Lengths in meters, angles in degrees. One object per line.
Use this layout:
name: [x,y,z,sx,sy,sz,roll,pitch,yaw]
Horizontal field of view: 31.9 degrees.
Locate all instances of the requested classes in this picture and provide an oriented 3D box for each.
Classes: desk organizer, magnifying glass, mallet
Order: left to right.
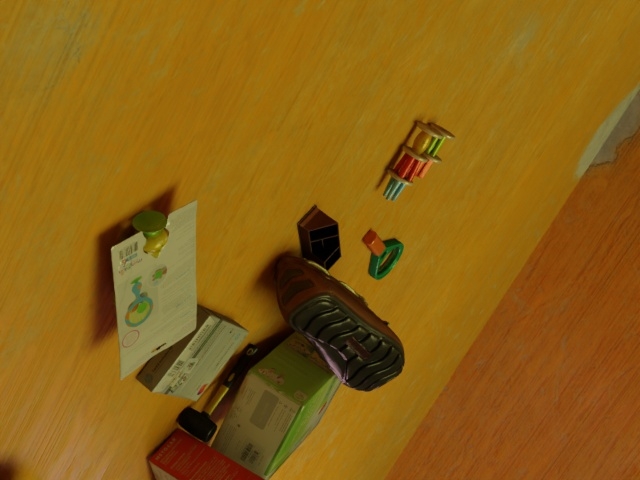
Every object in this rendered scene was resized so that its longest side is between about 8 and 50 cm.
mallet: [-0.176,0.253,1.930,0.189,0.062,0.039,-62,169,-22]
desk organizer: [0.000,0.000,1.859,0.047,0.050,0.130,-47,160,-18]
magnifying glass: [0.119,0.023,2.215,0.092,0.026,0.231,-52,162,-3]

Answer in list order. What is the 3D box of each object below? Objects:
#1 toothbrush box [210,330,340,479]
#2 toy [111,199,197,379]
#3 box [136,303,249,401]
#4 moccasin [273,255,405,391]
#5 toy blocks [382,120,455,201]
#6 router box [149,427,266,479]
toothbrush box: [-0.063,0.292,2.056,0.206,0.122,0.283,-63,169,25]
toy: [-0.223,0.055,1.441,0.137,0.056,0.237,-34,148,-35]
box: [-0.194,0.177,1.739,0.145,0.038,0.186,-53,160,0]
moccasin: [0.031,0.147,1.940,0.139,0.147,0.380,-37,138,13]
toy blocks: [0.171,-0.137,2.010,0.148,0.054,0.123,-59,159,16]
router box: [-0.132,0.512,1.963,0.082,0.301,0.335,-48,148,-30]
